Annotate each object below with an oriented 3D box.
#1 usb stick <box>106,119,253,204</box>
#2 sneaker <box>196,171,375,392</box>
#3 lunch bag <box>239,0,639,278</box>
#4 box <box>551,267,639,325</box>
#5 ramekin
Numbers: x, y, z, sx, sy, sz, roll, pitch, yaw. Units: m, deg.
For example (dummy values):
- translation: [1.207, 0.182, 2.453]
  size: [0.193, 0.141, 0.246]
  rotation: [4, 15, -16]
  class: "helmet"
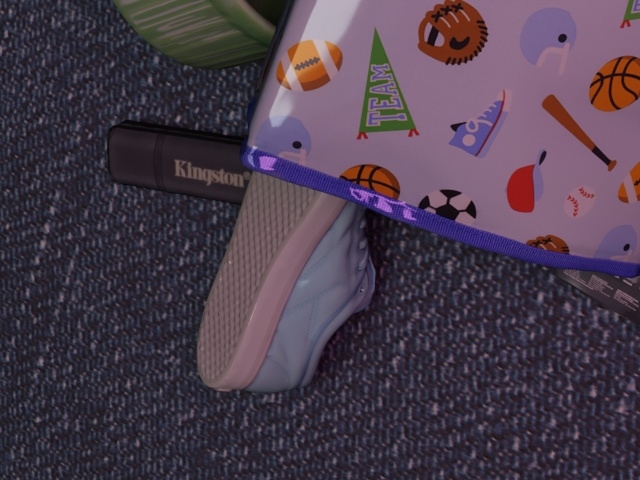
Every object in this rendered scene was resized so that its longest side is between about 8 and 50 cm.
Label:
- translation: [-0.121, -0.082, 1.403]
  size: [0.278, 0.045, 0.077]
  rotation: [11, 103, 27]
  class: "usb stick"
- translation: [0.000, 0.000, 1.303]
  size: [0.366, 0.150, 0.135]
  rotation: [-62, 37, 23]
  class: "sneaker"
- translation: [0.166, -0.168, 1.050]
  size: [0.385, 0.239, 0.328]
  rotation: [19, 111, -7]
  class: "lunch bag"
- translation: [0.354, 0.007, 1.146]
  size: [0.232, 0.059, 0.183]
  rotation: [32, 110, 23]
  class: "box"
- translation: [-0.088, -0.313, 1.222]
  size: [0.148, 0.303, 0.303]
  rotation: [-12, 90, 37]
  class: "ramekin"
